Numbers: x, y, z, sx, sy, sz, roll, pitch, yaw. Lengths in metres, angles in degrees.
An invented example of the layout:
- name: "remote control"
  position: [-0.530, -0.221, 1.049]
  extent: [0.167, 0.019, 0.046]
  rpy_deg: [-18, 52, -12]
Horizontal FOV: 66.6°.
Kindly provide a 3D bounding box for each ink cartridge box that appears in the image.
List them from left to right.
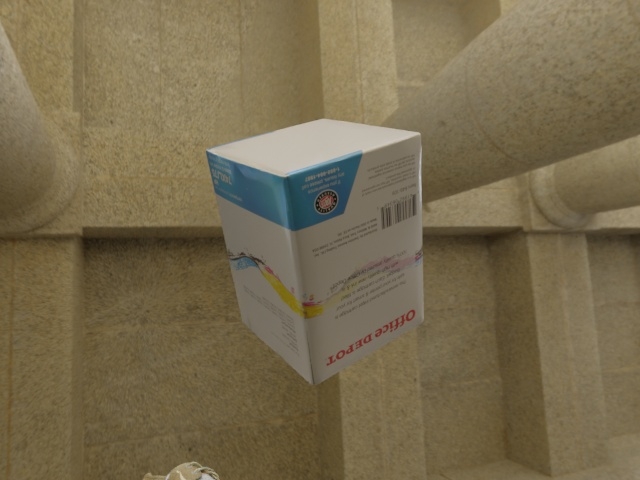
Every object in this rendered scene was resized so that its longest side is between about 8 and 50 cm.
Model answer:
- name: "ink cartridge box"
  position: [0.000, 0.000, 0.648]
  extent: [0.198, 0.197, 0.270]
  rpy_deg: [-22, -61, -31]

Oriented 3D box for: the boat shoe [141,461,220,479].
- name: "boat shoe"
  position: [-0.229, 0.442, 0.848]
  extent: [0.113, 0.302, 0.103]
  rpy_deg: [52, -151, -36]
